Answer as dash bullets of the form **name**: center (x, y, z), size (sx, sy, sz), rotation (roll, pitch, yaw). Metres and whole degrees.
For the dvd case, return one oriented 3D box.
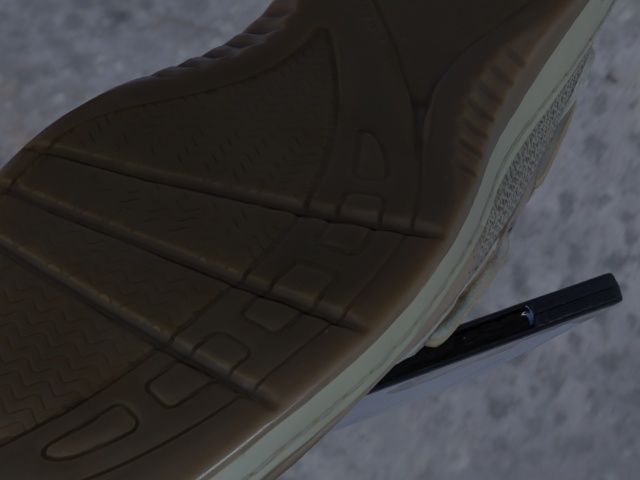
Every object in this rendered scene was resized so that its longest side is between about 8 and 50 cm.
- **dvd case**: center (0.031, 0.085, 1.116), size (0.180, 0.253, 0.022), rotation (-35, 74, 57)

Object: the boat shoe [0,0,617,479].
- **boat shoe**: center (0.000, 0.000, 0.578), size (0.122, 0.341, 0.110), rotation (25, 139, 24)
